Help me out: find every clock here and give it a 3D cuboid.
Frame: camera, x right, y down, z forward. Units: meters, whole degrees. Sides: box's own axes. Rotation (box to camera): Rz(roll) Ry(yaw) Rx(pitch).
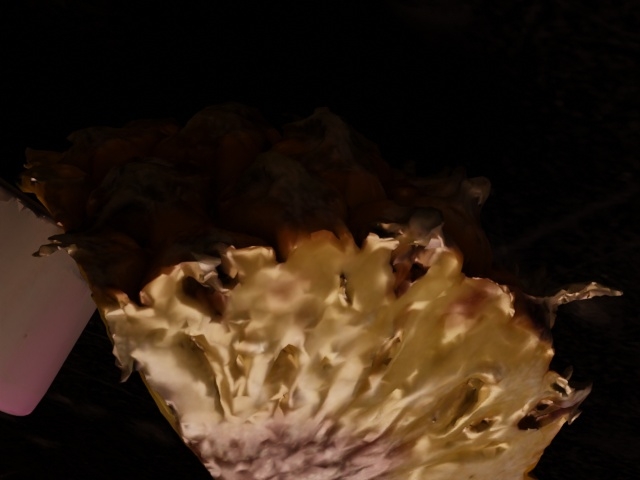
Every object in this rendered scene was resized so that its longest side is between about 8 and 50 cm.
[{"bbox_3d":[-0.277,-0.023,0.775,0.339,0.102,0.338,31,170,6],"label":"clock"}]

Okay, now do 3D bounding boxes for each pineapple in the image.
[{"bbox_3d":[-0.002,-0.002,0.689,0.209,0.286,0.344,-31,134,0],"label":"pineapple"}]
